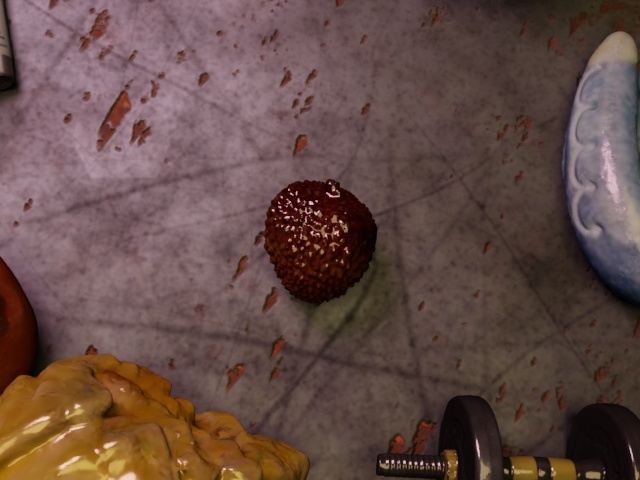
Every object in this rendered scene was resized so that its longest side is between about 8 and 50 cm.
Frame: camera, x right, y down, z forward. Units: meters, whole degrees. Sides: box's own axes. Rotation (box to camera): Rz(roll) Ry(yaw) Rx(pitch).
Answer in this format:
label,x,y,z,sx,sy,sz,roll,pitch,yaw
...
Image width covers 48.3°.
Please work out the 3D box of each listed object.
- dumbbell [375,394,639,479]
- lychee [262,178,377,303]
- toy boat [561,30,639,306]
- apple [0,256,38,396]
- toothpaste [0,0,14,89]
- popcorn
label,x,y,z,sx,sy,sz,roll,pitch,yaw
dumbbell,0.217,0.230,0.708,0.325,0.143,0.143,4,78,-5
lychee,-0.002,0.001,0.747,0.123,0.123,0.129,22,86,-1
toy boat,0.393,-0.085,0.799,0.215,0.123,0.330,12,77,-4
apple,-0.382,0.090,0.645,0.230,0.230,0.230,1,79,-5
toothpaste,-0.384,-0.285,0.807,0.062,0.039,0.239,-12,78,-12
popcorn,-0.162,0.227,0.618,0.332,0.265,0.225,6,118,-27
